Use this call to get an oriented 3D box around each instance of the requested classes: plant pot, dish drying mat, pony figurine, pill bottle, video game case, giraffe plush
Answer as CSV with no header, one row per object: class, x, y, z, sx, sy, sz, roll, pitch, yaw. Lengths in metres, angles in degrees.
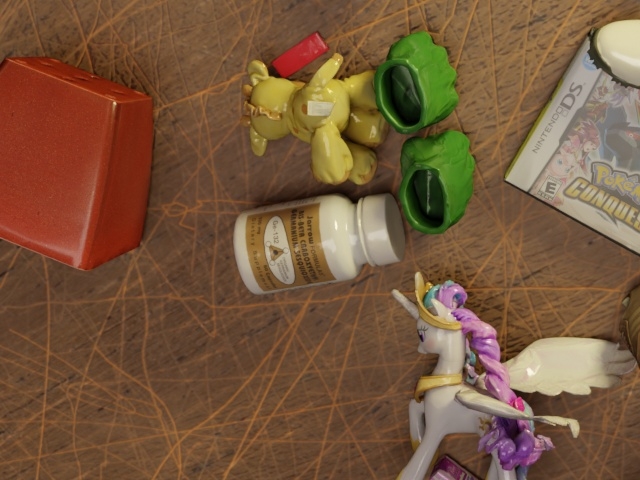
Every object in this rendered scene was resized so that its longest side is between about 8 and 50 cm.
plant pot,-0.382,-0.128,2.007,0.267,0.267,0.235,22,100,6
dish drying mat,-0.029,-0.266,1.986,0.083,0.008,0.032,-31,101,21
pony figurine,0.245,0.247,1.976,0.351,0.303,0.363,14,110,31
pill bottle,0.000,0.000,2.012,0.229,0.131,0.131,-10,107,17
video game case,0.431,-0.122,1.909,0.275,0.035,0.248,29,114,2
giraffe plush,-0.024,-0.176,1.944,0.171,0.210,0.181,10,82,35

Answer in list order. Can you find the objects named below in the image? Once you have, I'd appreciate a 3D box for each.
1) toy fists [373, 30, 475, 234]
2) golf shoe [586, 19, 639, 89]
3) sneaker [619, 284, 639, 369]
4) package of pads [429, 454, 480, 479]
toy fists,0.147,-0.149,1.916,0.096,0.142,0.279,-5,109,31
golf shoe,0.488,-0.249,1.788,0.273,0.120,0.105,12,68,4
sneaker,0.454,0.136,1.923,0.066,0.188,0.071,41,129,-20
package of pads,0.212,0.376,2.144,0.083,0.050,0.032,38,124,-2
